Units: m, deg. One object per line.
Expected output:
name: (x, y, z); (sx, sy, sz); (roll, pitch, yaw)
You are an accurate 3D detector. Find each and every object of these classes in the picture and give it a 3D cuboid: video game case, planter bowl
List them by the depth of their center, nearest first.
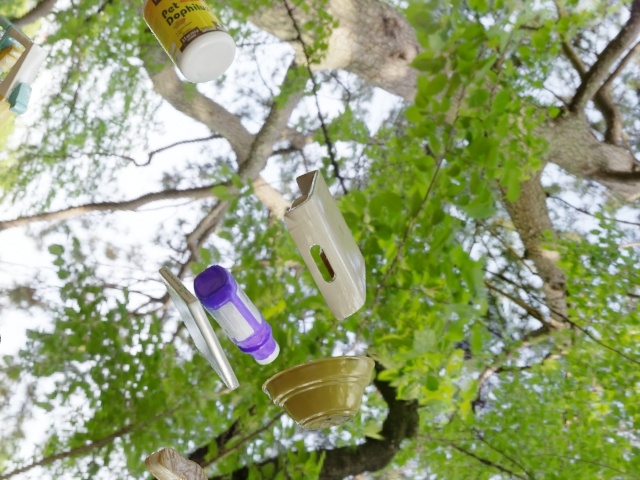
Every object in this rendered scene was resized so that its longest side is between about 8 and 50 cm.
planter bowl: (0.006, 0.294, 1.189); (0.217, 0.217, 0.090); (-39, -126, 39)
video game case: (-0.240, 0.168, 1.252); (0.193, 0.023, 0.212); (30, -35, 55)

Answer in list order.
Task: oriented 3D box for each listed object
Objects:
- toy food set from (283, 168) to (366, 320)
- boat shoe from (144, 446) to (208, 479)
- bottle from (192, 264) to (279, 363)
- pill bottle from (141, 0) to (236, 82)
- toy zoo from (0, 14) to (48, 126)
toy food set: (0.000, 0.000, 1.236); (0.093, 0.219, 0.306); (-24, -164, 11)
boat shoe: (-0.286, 0.471, 1.285); (0.059, 0.170, 0.063); (-18, -145, 22)
bottle: (-0.186, 0.181, 1.482); (0.092, 0.282, 0.118); (-35, -141, -6)
pill bottle: (-0.260, -0.411, 1.221); (0.117, 0.117, 0.215); (-48, -113, 31)
toy zoo: (-0.556, -0.274, 1.064); (0.293, 0.030, 0.192); (38, -87, 36)
